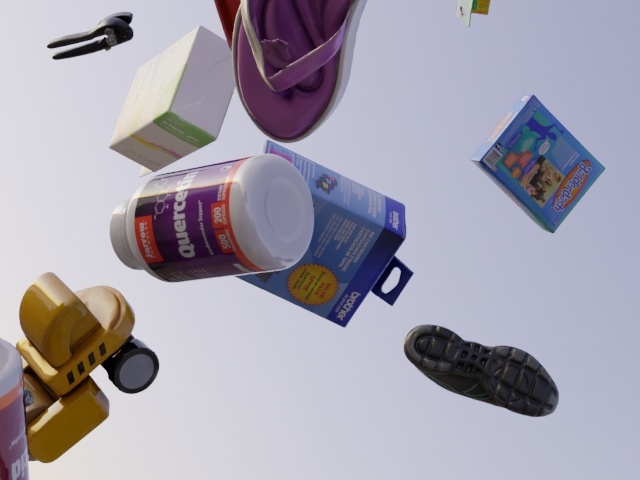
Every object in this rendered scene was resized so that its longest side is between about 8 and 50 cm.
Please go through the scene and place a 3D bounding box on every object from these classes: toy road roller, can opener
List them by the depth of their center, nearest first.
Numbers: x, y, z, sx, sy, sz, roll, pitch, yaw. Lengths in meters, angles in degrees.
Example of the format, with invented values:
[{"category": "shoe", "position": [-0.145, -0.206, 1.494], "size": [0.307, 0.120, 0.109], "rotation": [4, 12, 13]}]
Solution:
[{"category": "toy road roller", "position": [-0.481, 0.211, 2.235], "size": [0.202, 0.329, 0.241], "rotation": [34, -19, 48]}, {"category": "can opener", "position": [-0.442, -0.385, 2.382], "size": [0.186, 0.073, 0.059], "rotation": [-19, -70, 18]}]

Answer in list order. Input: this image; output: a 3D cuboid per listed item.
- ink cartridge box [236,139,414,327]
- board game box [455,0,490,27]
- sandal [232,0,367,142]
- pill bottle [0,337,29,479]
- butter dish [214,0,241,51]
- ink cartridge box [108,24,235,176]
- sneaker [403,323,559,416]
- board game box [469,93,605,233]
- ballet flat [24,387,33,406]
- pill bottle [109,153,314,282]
[{"category": "ink cartridge box", "position": [0.000, 0.000, 2.580], "size": [0.395, 0.151, 0.270], "rotation": [24, -60, -13]}, {"category": "board game box", "position": [0.246, -0.456, 1.861], "size": [0.039, 0.259, 0.124], "rotation": [9, 19, -7]}, {"category": "sandal", "position": [-0.032, -0.274, 1.473], "size": [0.169, 0.102, 0.416], "rotation": [37, -45, 13]}, {"category": "pill bottle", "position": [-0.569, 0.361, 1.932], "size": [0.224, 0.224, 0.392], "rotation": [24, -60, 42]}, {"category": "butter dish", "position": [-0.086, -0.407, 2.056], "size": [0.118, 0.160, 0.160], "rotation": [7, -58, 48]}, {"category": "ink cartridge box", "position": [-0.307, -0.270, 2.488], "size": [0.119, 0.207, 0.353], "rotation": [28, -25, -25]}, {"category": "sneaker", "position": [0.261, 0.213, 2.020], "size": [0.267, 0.101, 0.106], "rotation": [25, -18, 5]}, {"category": "board game box", "position": [0.398, -0.140, 2.260], "size": [0.210, 0.160, 0.047], "rotation": [42, -6, -20]}, {"category": "ballet flat", "position": [-0.536, 0.269, 2.114], "size": [0.114, 0.041, 0.041], "rotation": [1, -43, 29]}, {"category": "pill bottle", "position": [-0.181, -0.028, 1.967], "size": [0.323, 0.181, 0.181], "rotation": [-8, -53, 36]}]
